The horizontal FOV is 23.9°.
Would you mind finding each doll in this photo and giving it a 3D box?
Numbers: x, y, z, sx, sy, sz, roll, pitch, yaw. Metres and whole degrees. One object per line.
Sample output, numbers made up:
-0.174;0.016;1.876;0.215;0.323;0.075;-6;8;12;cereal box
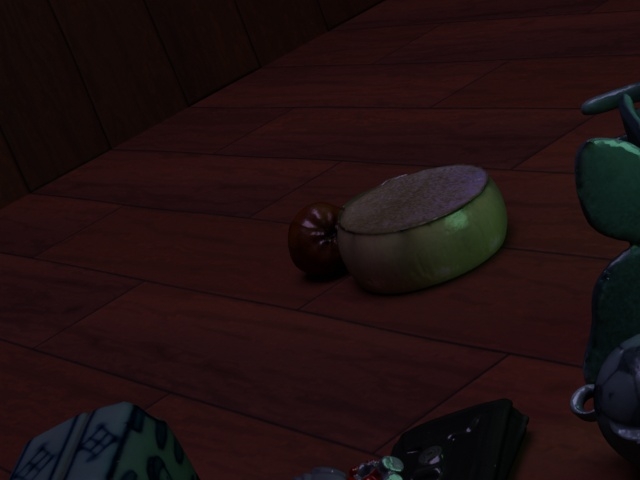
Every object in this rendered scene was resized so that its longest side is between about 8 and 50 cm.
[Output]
0.015;0.291;1.720;0.180;0.079;0.094;-22;47;27;doll

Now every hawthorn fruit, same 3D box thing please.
0.000;0.000;2.486;0.128;0.128;0.128;-19;19;7;hawthorn fruit

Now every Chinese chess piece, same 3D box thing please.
0.158;-0.022;2.375;0.270;0.112;0.270;-18;20;7;Chinese chess piece

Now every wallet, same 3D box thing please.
0.137;0.270;1.709;0.169;0.052;0.245;-17;21;26;wallet

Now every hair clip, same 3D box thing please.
0.451;-0.037;1.810;0.392;0.318;0.238;-20;16;8;hair clip

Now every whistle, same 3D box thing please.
0.388;0.166;1.558;0.290;0.163;0.163;-5;25;37;whistle

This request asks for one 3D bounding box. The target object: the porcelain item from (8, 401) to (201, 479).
-0.194;0.330;1.534;0.157;0.286;0.281;-24;16;11;porcelain item
